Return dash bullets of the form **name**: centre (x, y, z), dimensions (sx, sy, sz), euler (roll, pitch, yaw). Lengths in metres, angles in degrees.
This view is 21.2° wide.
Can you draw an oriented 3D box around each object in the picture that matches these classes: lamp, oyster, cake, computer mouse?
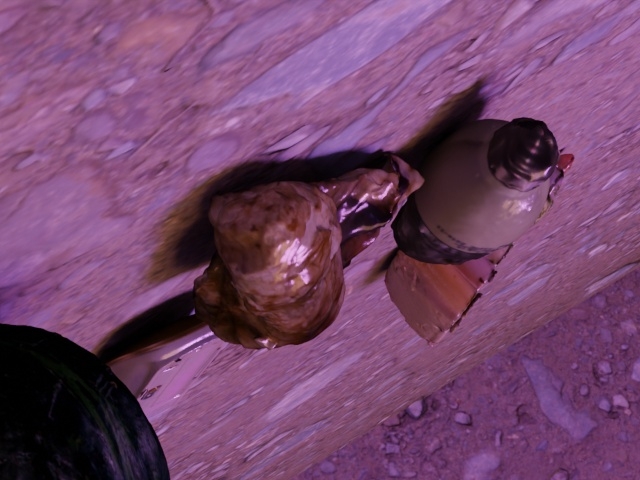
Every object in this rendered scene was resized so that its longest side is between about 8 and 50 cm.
- **lamp**: centre (0.116, -0.035, 1.320), dimensions (0.101, 0.101, 0.250), euler (-29, 175, -22)
- **oyster**: centre (0.005, -0.001, 1.185), dimensions (0.166, 0.094, 0.294), euler (-52, 167, 34)
- **cake**: centre (0.153, -0.010, 1.672), dimensions (0.225, 0.090, 0.109), euler (-49, 174, -24)
- **computer mouse**: centre (-0.131, 0.102, 1.325), dimensions (0.102, 0.045, 0.199), euler (-26, 167, -31)

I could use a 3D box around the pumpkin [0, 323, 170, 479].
- **pumpkin**: centre (-0.224, 0.192, 0.962), dimensions (0.315, 0.238, 0.315), euler (-36, 167, -10)
